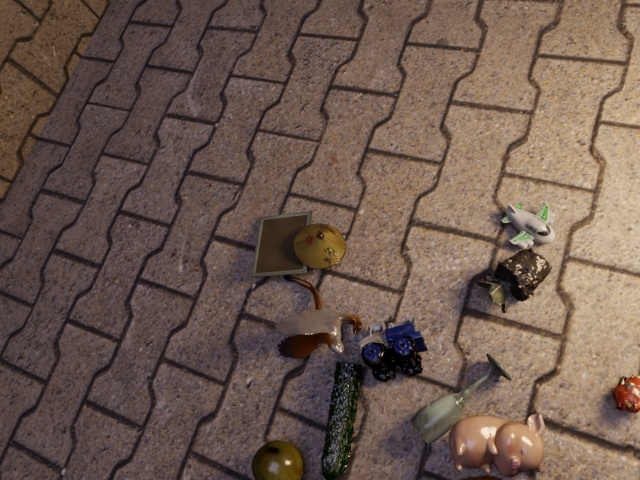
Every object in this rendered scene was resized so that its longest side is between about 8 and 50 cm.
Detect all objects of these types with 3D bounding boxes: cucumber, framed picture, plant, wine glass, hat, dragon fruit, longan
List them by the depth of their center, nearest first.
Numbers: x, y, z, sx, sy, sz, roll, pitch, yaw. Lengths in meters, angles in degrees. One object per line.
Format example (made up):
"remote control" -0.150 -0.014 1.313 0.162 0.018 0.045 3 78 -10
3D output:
"dragon fruit" 0.847 0.414 1.220 0.086 0.081 0.116 13 52 22
"plant" 0.592 0.119 1.370 0.203 0.131 0.142 -46 69 -1
"wine glass" 0.372 0.423 1.382 0.310 0.096 0.264 -40 45 1
"longan" -0.133 0.707 1.387 0.155 0.145 0.175 19 119 41
"cucumber" 0.066 0.562 1.396 0.097 0.096 0.358 3 73 18
"hat" 0.000 0.000 1.580 0.193 0.082 0.192 2 59 -4
"framed picture" -0.141 0.012 1.659 0.218 0.017 0.274 -4 57 15

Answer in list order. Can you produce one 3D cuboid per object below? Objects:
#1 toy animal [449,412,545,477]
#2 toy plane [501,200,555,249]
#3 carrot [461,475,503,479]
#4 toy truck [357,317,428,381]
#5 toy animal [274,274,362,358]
"toy animal" 0.485 0.566 1.238 0.251 0.166 0.154 2 32 13
"toy plane" 0.669 -0.053 1.434 0.174 0.080 0.173 -4 72 13
"carrot" 0.449 0.690 1.270 0.142 0.035 0.035 -14 68 7
"toy truck" 0.222 0.328 1.412 0.214 0.161 0.176 -16 48 11
"toy animal" -0.006 0.253 1.534 0.303 0.224 0.283 6 52 5
